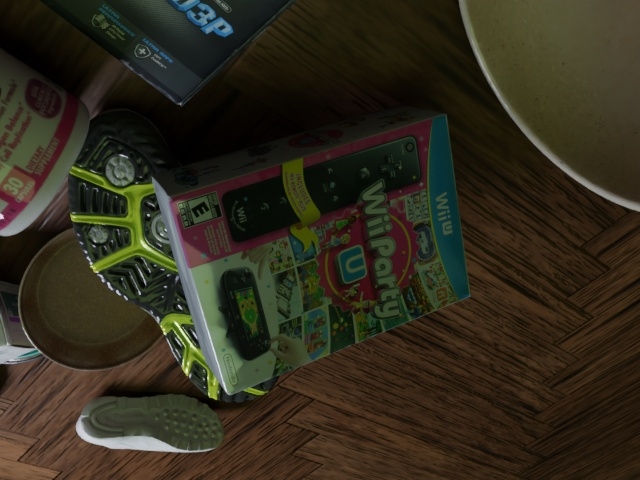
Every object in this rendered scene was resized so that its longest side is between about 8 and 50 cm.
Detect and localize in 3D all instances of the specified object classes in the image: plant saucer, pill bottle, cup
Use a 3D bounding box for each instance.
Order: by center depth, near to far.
[{"bbox_3d":[0.316,-0.219,0.603,0.237,0.331,0.331,-35,135,-11],"label":"cup"},{"bbox_3d":[-0.372,-0.134,0.634,0.160,0.160,0.283,-38,129,25],"label":"pill bottle"},{"bbox_3d":[-0.277,0.066,0.889,0.198,0.036,0.198,-9,109,-27],"label":"plant saucer"}]

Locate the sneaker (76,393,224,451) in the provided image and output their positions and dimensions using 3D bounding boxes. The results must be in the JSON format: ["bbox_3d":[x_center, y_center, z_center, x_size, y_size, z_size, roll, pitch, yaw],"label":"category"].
[{"bbox_3d":[-0.276,0.306,1.154,0.235,0.090,0.095,13,143,-17],"label":"sneaker"}]

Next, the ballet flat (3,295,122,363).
[{"bbox_3d":[-0.352,0.122,0.959,0.203,0.074,0.074,-23,134,4],"label":"ballet flat"}]

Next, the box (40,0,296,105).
[{"bbox_3d":[-0.153,-0.249,0.638,0.175,0.051,0.220,-35,130,23],"label":"box"}]

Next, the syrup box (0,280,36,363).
[{"bbox_3d":[-0.491,0.134,0.877,0.237,0.096,0.093,-23,171,-3],"label":"syrup box"}]

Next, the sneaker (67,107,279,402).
[{"bbox_3d":[-0.170,0.018,0.846,0.145,0.147,0.385,-20,115,7],"label":"sneaker"}]

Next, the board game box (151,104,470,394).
[{"bbox_3d":[0.000,0.000,0.765,0.303,0.097,0.224,-20,112,-19],"label":"board game box"}]
